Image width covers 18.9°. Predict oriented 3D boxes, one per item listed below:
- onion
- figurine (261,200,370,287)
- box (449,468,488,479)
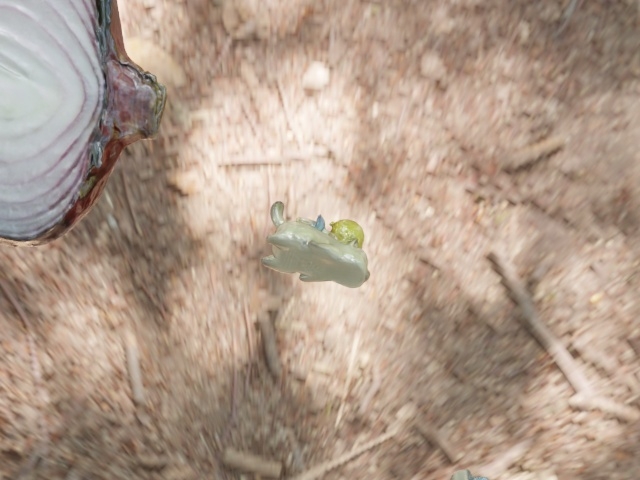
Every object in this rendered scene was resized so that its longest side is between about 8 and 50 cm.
[{"bbox_3d":[-0.165,-0.099,1.176,0.151,0.098,0.205,10,95,0],"label":"onion"},{"bbox_3d":[0.000,0.000,1.409,0.083,0.047,0.050,18,57,-4],"label":"figurine"},{"bbox_3d":[0.156,0.286,1.505,0.130,0.227,0.162,-6,106,4],"label":"box"}]
